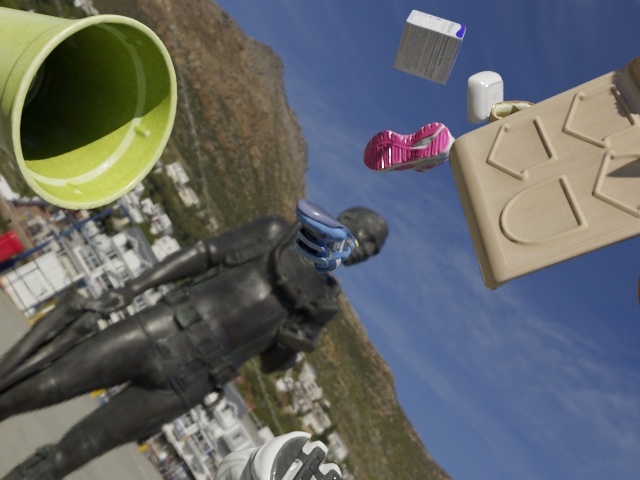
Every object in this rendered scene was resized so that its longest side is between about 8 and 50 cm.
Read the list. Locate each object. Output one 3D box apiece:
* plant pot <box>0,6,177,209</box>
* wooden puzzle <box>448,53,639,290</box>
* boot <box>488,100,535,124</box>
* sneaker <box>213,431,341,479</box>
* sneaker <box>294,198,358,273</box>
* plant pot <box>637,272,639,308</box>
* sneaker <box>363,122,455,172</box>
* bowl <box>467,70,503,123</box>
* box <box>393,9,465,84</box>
[{"bbox_3d":[-0.397,-0.216,0.993,0.254,0.276,0.276,25,-33,25],"label":"plant pot"},{"bbox_3d":[0.386,-0.098,1.051,0.080,0.348,0.322,46,28,-39],"label":"wooden puzzle"},{"bbox_3d":[0.543,-0.244,1.766,0.269,0.236,0.089,78,12,-61],"label":"boot"},{"bbox_3d":[-0.005,0.322,0.685,0.118,0.110,0.292,-19,-79,38],"label":"sneaker"},{"bbox_3d":[0.000,0.000,0.765,0.053,0.059,0.144,41,-3,26],"label":"sneaker"},{"bbox_3d":[0.673,0.094,1.158,0.291,0.203,0.291,0,-90,39],"label":"plant pot"},{"bbox_3d":[0.219,-0.207,1.656,0.252,0.103,0.111,-1,-14,39],"label":"sneaker"},{"bbox_3d":[0.478,-0.409,1.969,0.053,0.142,0.142,14,-62,39],"label":"bowl"},{"bbox_3d":[0.259,-0.460,1.639,0.137,0.072,0.126,20,-47,6],"label":"box"}]
